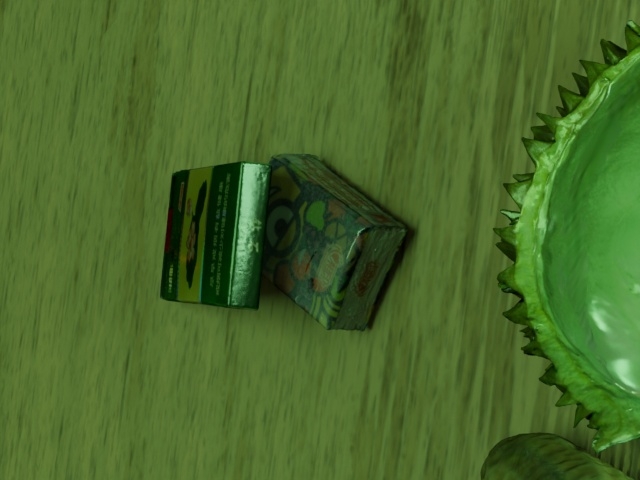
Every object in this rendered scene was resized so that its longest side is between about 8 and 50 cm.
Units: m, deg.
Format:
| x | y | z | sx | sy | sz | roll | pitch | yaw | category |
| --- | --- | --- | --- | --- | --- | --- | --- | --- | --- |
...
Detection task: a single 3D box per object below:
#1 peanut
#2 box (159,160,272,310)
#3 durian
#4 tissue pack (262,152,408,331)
| x | y | z | sx | sy | sz | roll | pitch | yaw | category |
| --- | --- | --- | --- | --- | --- | --- | --- | --- | --- |
| 0.182 | 0.198 | 1.206 | 0.194 | 0.083 | 0.093 | 21 | 95 | 67 | peanut |
| -0.101 | -0.004 | 1.509 | 0.235 | 0.034 | 0.132 | 178 | 97 | -69 | box |
| 0.255 | -0.038 | 1.137 | 0.394 | 0.163 | 0.198 | -55 | 53 | 18 | durian |
| 0.000 | 0.000 | 1.448 | 0.148 | 0.060 | 0.108 | 38 | 116 | 42 | tissue pack |
